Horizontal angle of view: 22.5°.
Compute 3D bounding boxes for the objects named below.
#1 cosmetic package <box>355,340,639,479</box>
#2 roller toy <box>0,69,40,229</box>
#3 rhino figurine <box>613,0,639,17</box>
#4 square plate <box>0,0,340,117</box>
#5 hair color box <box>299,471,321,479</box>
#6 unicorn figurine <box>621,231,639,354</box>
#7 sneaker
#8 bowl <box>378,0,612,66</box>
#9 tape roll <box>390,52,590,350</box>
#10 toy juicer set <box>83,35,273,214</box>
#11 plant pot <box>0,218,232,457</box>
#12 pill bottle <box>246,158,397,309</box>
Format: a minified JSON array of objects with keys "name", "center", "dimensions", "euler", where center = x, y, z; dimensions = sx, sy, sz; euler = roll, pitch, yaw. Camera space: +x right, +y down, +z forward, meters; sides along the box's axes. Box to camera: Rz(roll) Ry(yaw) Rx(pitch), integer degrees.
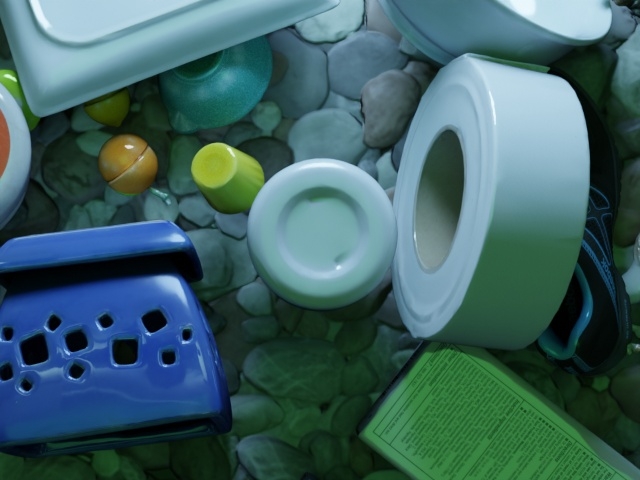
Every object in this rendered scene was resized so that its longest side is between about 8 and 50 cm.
[{"name":"cosmetic package","center":[0.204,0.238,1.707],"dimensions":[0.309,0.113,0.160],"euler":[39,88,1]},{"name":"roller toy","center":[-0.405,-0.088,1.700],"dimensions":[0.209,0.146,0.191],"euler":[5,81,-10]},{"name":"rhino figurine","center":[0.388,-0.335,1.730],"dimensions":[0.106,0.073,0.243],"euler":[37,68,-21]},{"name":"square plate","center":[-0.197,-0.339,1.712],"dimensions":[0.347,0.049,0.344],"euler":[-21,69,-3]},{"name":"hair color box","center":[0.087,0.428,1.696],"dimensions":[0.374,0.113,0.185],"euler":[35,87,1]},{"name":"unicorn figurine","center":[0.353,0.049,1.741],"dimensions":[0.162,0.060,0.111],"euler":[-34,77,4]},{"name":"sneaker","center":[0.252,-0.028,1.688],"dimensions":[0.125,0.139,0.341],"euler":[-16,80,23]},{"name":"bowl","center":[0.153,-0.274,1.680],"dimensions":[0.298,0.298,0.134],"euler":[44,123,2]},{"name":"tape roll","center":[0.161,-0.036,1.591],"dimensions":[0.100,0.286,0.286],"euler":[8,87,-15]},{"name":"toy juicer set","center":[-0.152,-0.188,1.749],"dimensions":[0.209,0.089,0.329],"euler":[-1,73,19]},{"name":"plant pot","center":[-0.220,0.103,1.656],"dimensions":[0.236,0.236,0.212],"euler":[-7,80,-1]},{"name":"pill bottle","center":[0.000,0.000,1.640],"dimensions":[0.146,0.264,0.146],"euler":[0,87,-1]}]
